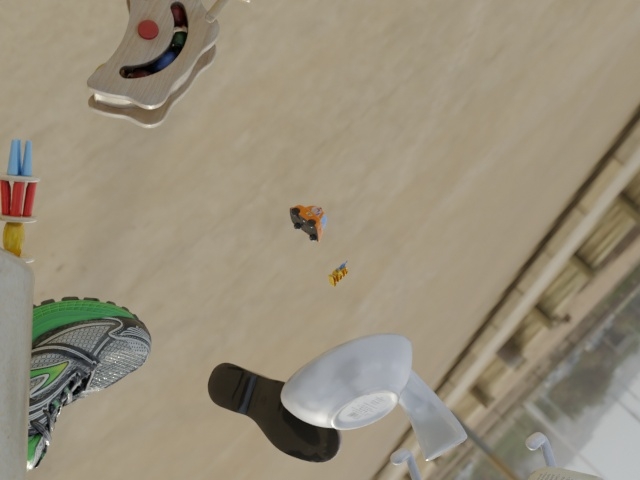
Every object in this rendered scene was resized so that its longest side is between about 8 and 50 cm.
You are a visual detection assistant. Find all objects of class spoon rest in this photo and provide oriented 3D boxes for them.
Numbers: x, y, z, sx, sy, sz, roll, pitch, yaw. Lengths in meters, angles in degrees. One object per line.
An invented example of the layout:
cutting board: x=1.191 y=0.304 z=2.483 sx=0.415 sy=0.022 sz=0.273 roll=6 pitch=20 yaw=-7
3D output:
spoon rest: x=0.059 y=0.154 z=1.166 sx=0.137 sy=0.084 sz=0.276 roll=-34 pitch=146 yaw=14

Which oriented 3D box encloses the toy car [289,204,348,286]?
toy car: x=0.000 y=0.000 z=1.573 sx=0.040 sy=0.060 sz=0.122 roll=-39 pitch=128 yaw=-23

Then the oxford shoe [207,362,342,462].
oxford shoe: x=-0.041 y=0.207 z=1.397 sx=0.076 sy=0.212 sz=0.076 roll=22 pitch=94 yaw=-49

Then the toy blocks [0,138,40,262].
toy blocks: x=-0.400 y=-0.050 z=1.374 sx=0.123 sy=0.054 sz=0.148 roll=2 pitch=97 yaw=-25

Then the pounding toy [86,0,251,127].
pounding toy: x=-0.219 y=-0.295 z=1.549 sx=0.269 sy=0.154 sz=0.155 roll=-54 pitch=176 yaw=-20

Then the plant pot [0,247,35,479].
plant pot: x=-0.333 y=0.146 z=0.796 sx=0.334 sy=0.333 sz=0.306 roll=58 pitch=39 yaw=-76

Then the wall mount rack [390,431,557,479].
wall mount rack: x=0.135 y=0.338 z=1.362 sx=0.350 sy=0.131 sz=0.304 roll=-14 pitch=-171 yaw=33

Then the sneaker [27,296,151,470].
sneaker: x=-0.302 y=0.173 z=1.154 sx=0.343 sy=0.146 sz=0.134 roll=-28 pitch=143 yaw=-41

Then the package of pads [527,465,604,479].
package of pads: x=0.137 y=0.323 z=0.748 sx=0.229 sy=0.101 sz=0.297 roll=-43 pitch=140 yaw=-46
